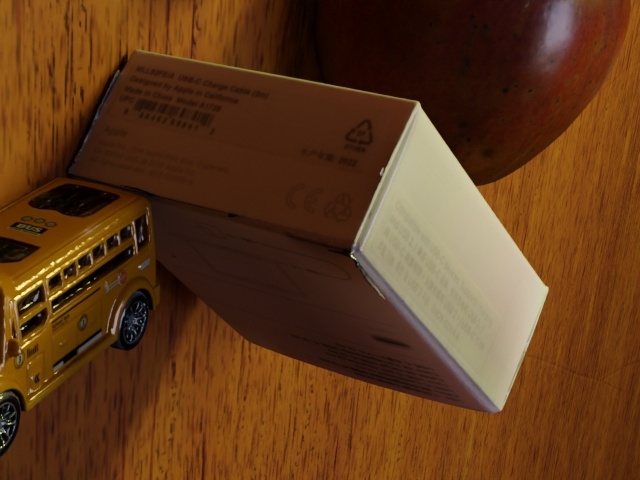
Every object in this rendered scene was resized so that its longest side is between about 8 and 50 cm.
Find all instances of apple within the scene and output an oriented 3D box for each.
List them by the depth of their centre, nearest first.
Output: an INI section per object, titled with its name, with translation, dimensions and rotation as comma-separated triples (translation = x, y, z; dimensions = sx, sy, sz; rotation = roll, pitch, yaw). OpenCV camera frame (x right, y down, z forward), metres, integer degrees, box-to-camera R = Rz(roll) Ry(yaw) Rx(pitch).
[apple]
translation = 0.103, -0.160, 1.196
dimensions = 0.234, 0.234, 0.234
rotation = -50, 150, -45

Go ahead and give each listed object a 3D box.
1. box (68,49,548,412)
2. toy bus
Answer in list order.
[box]
translation = 0.000, 0.000, 1.011
dimensions = 0.252, 0.203, 0.106
rotation = 49, 60, -53
[toy bus]
translation = -0.163, 0.035, 0.861
dimensions = 0.194, 0.083, 0.088
rotation = -41, 139, -57
